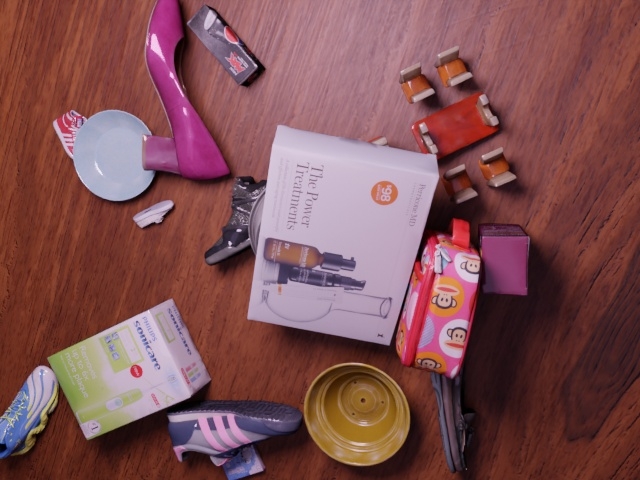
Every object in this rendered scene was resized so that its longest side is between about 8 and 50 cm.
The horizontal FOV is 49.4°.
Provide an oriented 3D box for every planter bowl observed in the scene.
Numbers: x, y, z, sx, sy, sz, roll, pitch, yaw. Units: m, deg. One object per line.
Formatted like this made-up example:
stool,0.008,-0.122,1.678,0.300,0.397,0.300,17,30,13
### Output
planter bowl,0.081,0.343,1.431,0.217,0.090,0.217,2,98,14

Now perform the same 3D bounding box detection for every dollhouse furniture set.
dollhouse furniture set,0.206,-0.192,1.323,0.259,0.135,0.262,-24,92,5

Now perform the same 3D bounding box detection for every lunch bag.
lunch bag,0.219,0.088,1.254,0.120,0.293,0.258,13,99,4

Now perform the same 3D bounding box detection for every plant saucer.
plant saucer,-0.439,-0.184,1.510,0.194,0.037,0.195,1,98,10

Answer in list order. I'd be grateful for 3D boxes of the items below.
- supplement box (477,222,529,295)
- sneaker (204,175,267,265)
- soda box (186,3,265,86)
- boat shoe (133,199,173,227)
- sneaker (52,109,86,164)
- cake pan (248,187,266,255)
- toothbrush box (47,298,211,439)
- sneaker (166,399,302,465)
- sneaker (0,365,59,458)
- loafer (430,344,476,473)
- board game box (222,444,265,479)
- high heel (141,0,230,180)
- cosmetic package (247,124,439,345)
supplement box,0.329,0.030,1.269,0.080,0.188,0.104,1,98,10
sneaker,-0.167,-0.048,1.442,0.227,0.087,0.130,-38,86,13
soda box,-0.191,-0.395,1.412,0.060,0.053,0.169,-41,87,16
boat shoe,-0.359,-0.055,1.519,0.100,0.035,0.035,-24,119,13
sneaker,-0.535,-0.230,1.530,0.067,0.042,0.118,-32,87,20
cake pan,0.000,0.000,1.360,0.293,0.054,0.293,2,122,4
toothbrush box,-0.420,0.283,1.536,0.283,0.122,0.206,-24,92,15
sneaker,-0.181,0.419,1.501,0.319,0.112,0.131,-4,93,23
sneaker,-0.694,0.412,1.621,0.091,0.126,0.240,24,104,10
loafer,0.273,0.330,1.383,0.084,0.096,0.268,-10,94,10
board game box,-0.181,0.483,1.556,0.090,0.020,0.090,-23,92,17
high heel,-0.262,-0.315,1.425,0.181,0.127,0.377,5,103,0
cosmetic package,0.031,0.001,1.270,0.284,0.097,0.377,9,122,-3
